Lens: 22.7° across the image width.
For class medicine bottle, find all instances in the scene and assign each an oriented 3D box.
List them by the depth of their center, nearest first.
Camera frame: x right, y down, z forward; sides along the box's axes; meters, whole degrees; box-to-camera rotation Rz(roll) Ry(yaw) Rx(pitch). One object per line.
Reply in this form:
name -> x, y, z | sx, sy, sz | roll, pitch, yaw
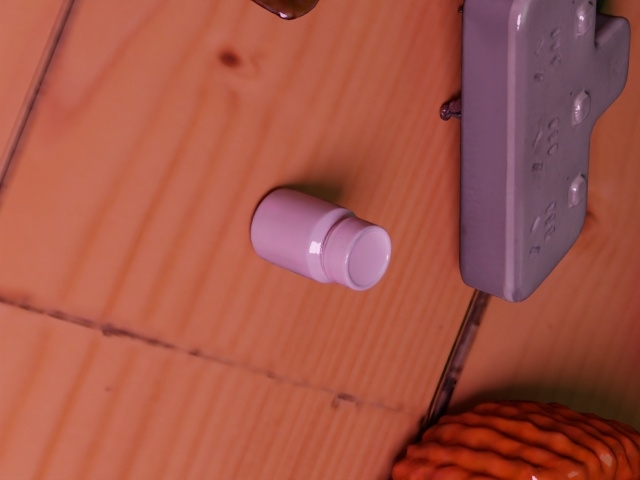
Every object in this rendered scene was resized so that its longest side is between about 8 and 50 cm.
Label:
medicine bottle -> 0.000, 0.000, 1.045 | 0.052, 0.089, 0.052 | -20, 119, -41

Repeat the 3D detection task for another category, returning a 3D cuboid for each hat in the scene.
hat -> 0.238, 0.296, 1.192 | 0.285, 0.400, 0.285 | -23, 125, -37

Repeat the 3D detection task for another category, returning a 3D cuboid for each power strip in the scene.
power strip -> 0.171, -0.104, 1.185 | 0.193, 0.059, 0.265 | -44, 141, -42

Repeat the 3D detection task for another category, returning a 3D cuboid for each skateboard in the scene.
skateboard -> 0.118, -0.129, 1.170 | 0.064, 0.032, 0.083 | -22, 123, -52

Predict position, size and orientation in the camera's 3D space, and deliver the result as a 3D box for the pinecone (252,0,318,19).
pinecone -> -0.037, -0.234, 0.826 | 0.229, 0.202, 0.201 | 1, 115, -26
